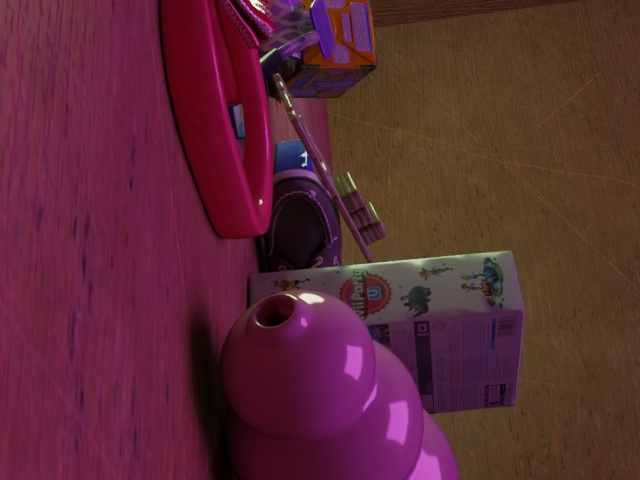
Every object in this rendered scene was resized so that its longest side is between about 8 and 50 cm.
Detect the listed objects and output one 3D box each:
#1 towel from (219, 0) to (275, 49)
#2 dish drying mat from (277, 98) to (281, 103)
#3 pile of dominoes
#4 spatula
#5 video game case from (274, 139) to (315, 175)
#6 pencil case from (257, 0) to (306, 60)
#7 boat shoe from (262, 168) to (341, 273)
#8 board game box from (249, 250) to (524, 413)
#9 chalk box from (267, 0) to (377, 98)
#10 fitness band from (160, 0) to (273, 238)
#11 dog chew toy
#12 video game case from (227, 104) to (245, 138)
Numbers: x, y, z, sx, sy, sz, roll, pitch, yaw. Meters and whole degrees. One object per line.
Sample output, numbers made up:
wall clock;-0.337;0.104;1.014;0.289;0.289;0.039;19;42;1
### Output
towel;-0.097;-0.322;0.792;0.199;0.031;0.274;55;21;-39
dish drying mat;-0.081;-0.287;1.554;0.083;0.008;0.032;78;6;-46
pile of dominoes;0.015;-0.105;1.109;0.251;0.040;0.196;60;5;-36
spatula;-0.041;-0.261;1.191;0.296;0.030;0.084;-48;128;-48
video game case;-0.030;0.000;1.438;0.269;0.061;0.244;-90;172;-57
pencil case;-0.075;-0.359;1.262;0.086;0.088;0.206;-4;-86;57
boat shoe;-0.020;0.039;1.152;0.305;0.109;0.091;85;-3;-46
board game box;0.082;0.125;1.049;0.224;0.303;0.097;80;5;-50
chalk box;-0.013;-0.311;1.421;0.213;0.132;0.132;161;-76;-68
fitness band;-0.093;-0.131;0.831;0.291;0.054;0.209;77;10;-52
dog chew toy;0.008;0.177;0.780;0.206;0.207;0.331;-92;166;-49
video game case;-0.104;-0.202;1.013;0.119;0.015;0.166;-67;151;-83
